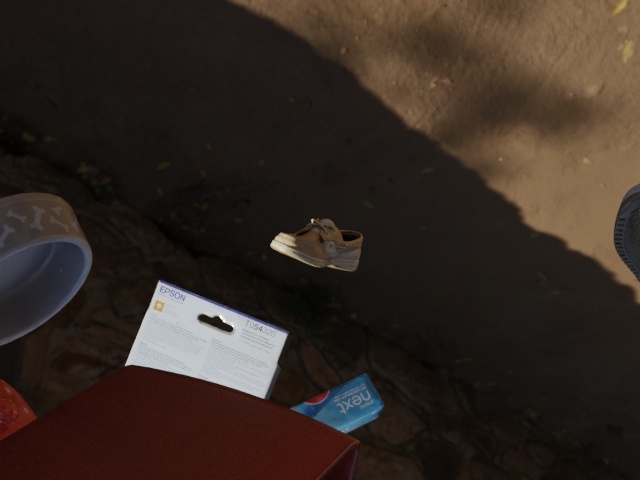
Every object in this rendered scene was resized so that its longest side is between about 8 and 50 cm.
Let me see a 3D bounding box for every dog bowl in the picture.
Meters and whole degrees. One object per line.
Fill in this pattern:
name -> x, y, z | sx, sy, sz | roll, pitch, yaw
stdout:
dog bowl -> -0.593, 0.071, 1.281 | 0.102, 0.349, 0.348 | 45, 143, 16

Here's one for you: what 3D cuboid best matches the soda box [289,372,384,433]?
soda box -> 0.003, 0.317, 1.196 | 0.210, 0.071, 0.067 | -22, 152, -16

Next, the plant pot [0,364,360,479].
plant pot -> -0.154, 0.267, 0.577 | 0.236, 0.267, 0.267 | 28, 127, 27

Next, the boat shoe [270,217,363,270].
boat shoe -> 0.000, 0.000, 0.862 | 0.063, 0.059, 0.170 | 24, -173, 31

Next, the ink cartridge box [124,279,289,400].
ink cartridge box -> -0.265, 0.296, 1.495 | 0.324, 0.329, 0.071 | 21, 177, 11

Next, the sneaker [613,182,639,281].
sneaker -> 0.450, -0.023, 0.857 | 0.099, 0.153, 0.282 | -1, 145, 39

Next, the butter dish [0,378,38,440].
butter dish -> -0.414, 0.235, 0.835 | 0.160, 0.160, 0.118 | 48, 117, 3
